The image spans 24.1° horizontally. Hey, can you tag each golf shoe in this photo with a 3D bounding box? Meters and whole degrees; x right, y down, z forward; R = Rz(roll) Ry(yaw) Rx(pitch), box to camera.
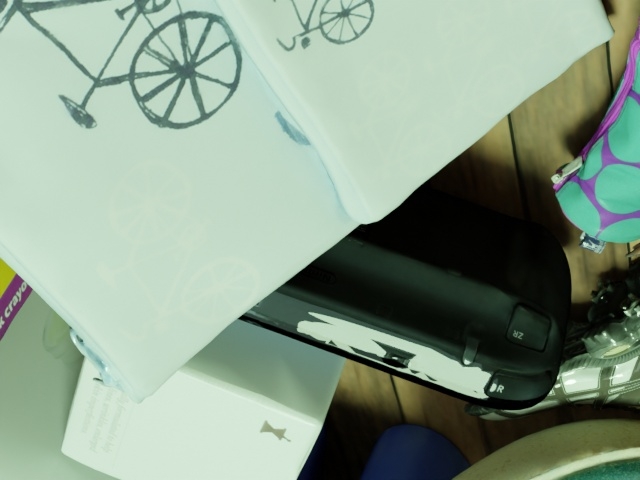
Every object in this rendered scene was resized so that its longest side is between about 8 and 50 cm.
[{"bbox_3d":[0.181,0.090,0.998,0.094,0.077,0.198,38,138,-19],"label":"golf shoe"}]

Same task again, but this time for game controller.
[{"bbox_3d":[0.000,0.000,0.910,0.319,0.166,0.067,20,119,2],"label":"game controller"}]

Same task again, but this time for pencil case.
[{"bbox_3d":[0.182,-0.063,0.837,0.070,0.064,0.152,11,140,-8],"label":"pencil case"}]

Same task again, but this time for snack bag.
[{"bbox_3d":[-0.035,-0.097,0.711,0.342,0.037,0.323,-37,138,-3],"label":"snack bag"}]

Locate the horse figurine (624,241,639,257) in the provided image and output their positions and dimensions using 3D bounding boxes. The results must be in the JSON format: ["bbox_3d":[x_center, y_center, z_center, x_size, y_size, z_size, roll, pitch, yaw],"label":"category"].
[{"bbox_3d":[0.300,-0.019,0.819,0.174,0.066,0.263,38,149,8],"label":"horse figurine"}]

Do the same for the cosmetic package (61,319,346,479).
[{"bbox_3d":[-0.061,0.062,0.991,0.151,0.184,0.151,23,140,-1],"label":"cosmetic package"}]

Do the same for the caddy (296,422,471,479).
[{"bbox_3d":[-0.001,0.283,1.213,0.241,0.179,0.341,12,139,11],"label":"caddy"}]

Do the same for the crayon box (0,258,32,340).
[{"bbox_3d":[-0.223,-0.114,0.730,0.106,0.363,0.313,2,136,25],"label":"crayon box"}]

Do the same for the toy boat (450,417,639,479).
[{"bbox_3d":[0.187,0.260,1.032,0.267,0.148,0.318,-36,131,10],"label":"toy boat"}]

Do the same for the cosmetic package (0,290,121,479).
[{"bbox_3d":[-0.182,0.127,1.086,0.224,0.224,0.138,33,139,-13],"label":"cosmetic package"}]
